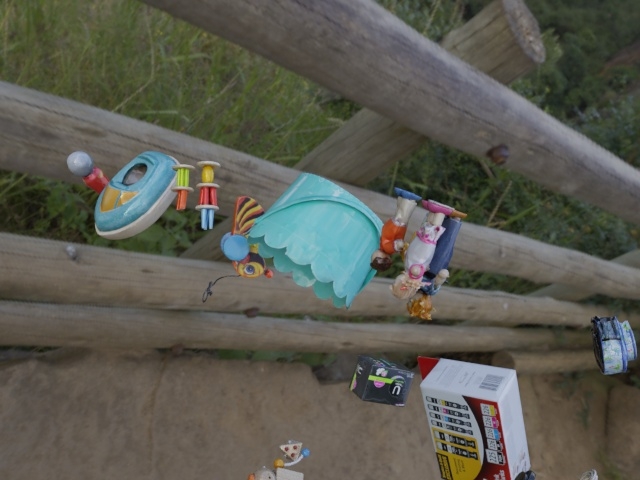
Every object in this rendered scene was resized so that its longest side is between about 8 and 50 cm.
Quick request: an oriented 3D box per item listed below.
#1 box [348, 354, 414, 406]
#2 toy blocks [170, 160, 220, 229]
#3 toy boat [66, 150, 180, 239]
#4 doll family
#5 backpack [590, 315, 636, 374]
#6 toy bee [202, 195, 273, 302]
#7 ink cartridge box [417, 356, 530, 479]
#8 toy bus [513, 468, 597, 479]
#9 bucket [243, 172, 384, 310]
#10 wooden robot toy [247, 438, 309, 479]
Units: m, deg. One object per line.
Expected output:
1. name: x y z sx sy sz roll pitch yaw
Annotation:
1. box: 0.100 0.230 0.998 0.083 0.052 0.062 15 93 -25
2. toy blocks: -0.282 -0.096 1.365 0.054 0.123 0.148 18 70 -63
3. toy boat: -0.519 -0.141 1.558 0.267 0.318 0.148 -56 143 -20
4. doll family: 0.155 0.026 0.898 0.119 0.163 0.263 18 8 -8
5. backpack: 0.642 0.231 1.332 0.105 0.084 0.114 50 38 -56
6. toy bee: -0.199 0.034 1.683 0.162 0.298 0.195 18 23 -17
7. ink cartridge box: 0.366 0.469 1.558 0.130 0.272 0.309 -37 120 -44
8. toy bus: 0.237 0.344 0.733 0.104 0.191 0.202 39 13 12
9. bucket: 0.000 0.000 1.301 0.281 0.281 0.183 39 78 -19
10. wooden robot toy: -0.070 0.347 0.838 0.079 0.076 0.173 26 46 -24
